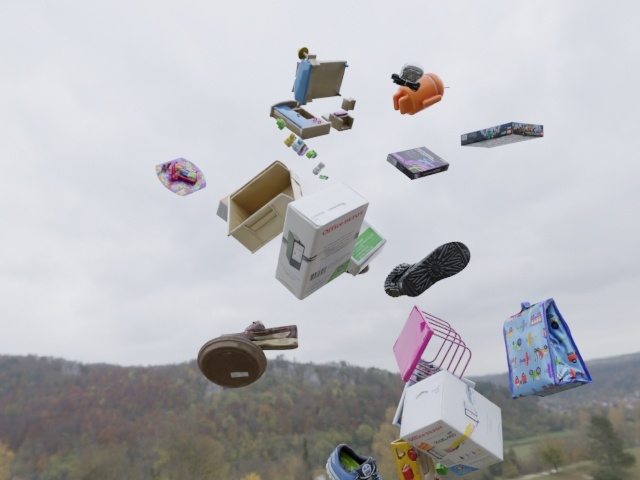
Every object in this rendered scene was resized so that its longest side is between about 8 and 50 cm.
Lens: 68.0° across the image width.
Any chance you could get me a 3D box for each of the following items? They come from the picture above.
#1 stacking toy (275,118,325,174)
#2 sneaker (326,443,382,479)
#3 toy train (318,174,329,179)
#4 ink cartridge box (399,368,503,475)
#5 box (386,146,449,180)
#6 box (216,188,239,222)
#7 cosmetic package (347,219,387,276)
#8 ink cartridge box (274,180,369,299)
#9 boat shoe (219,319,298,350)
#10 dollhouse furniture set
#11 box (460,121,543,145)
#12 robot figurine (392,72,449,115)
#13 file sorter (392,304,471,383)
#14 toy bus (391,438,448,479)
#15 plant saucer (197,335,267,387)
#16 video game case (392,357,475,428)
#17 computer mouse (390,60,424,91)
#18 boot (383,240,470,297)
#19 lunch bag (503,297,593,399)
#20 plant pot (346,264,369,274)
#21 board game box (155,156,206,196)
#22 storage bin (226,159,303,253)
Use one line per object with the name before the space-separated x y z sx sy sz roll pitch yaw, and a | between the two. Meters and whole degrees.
stacking toy | -0.071 -0.311 1.597 0.052 0.167 0.221 -46 -9 3
sneaker | 0.151 0.823 1.590 0.129 0.330 0.147 -23 -44 -40
toy train | 0.017 -0.332 2.497 0.017 0.024 0.083 28 -3 -34
ink cartridge box | 0.374 0.523 1.362 0.232 0.168 0.171 36 -51 -11
box | 0.297 -0.238 1.440 0.162 0.116 0.029 -17 -42 -34
box | -0.349 -0.126 2.094 0.130 0.170 0.091 -44 -14 -47
cosmetic package | 0.100 -0.037 2.184 0.197 0.365 0.155 -42 -14 -19
ink cartridge box | 0.000 0.000 1.277 0.198 0.115 0.273 -29 -33 -38
boat shoe | -0.263 0.400 2.021 0.342 0.123 0.123 -1 -22 2
dollhouse furniture set | -0.015 -0.557 1.701 0.286 0.198 0.303 -22 -39 -37
box | 0.641 -0.372 1.688 0.159 0.044 0.233 -2 2 -28
robot figurine | 0.386 -0.571 1.843 0.219 0.128 0.158 -28 8 -11
file sorter | 0.405 0.400 1.737 0.182 0.202 0.291 24 9 -2
toy bus | 0.283 0.691 1.426 0.104 0.202 0.191 -25 -65 38
plant saucer | -0.351 0.490 1.876 0.277 0.041 0.278 -1 -58 -1
video game case | 0.518 0.738 2.148 0.300 0.329 0.036 25 -22 2
computer mouse | 0.288 -0.528 1.499 0.106 0.042 0.193 21 0 -4
boot | 0.439 0.124 2.006 0.348 0.131 0.260 -28 -2 -9
lunch bag | 0.694 0.338 1.530 0.138 0.293 0.221 1 -28 -16
plant pot | 0.172 0.057 2.346 0.167 0.167 0.165 -1 -60 -13
board game box | -0.434 -0.213 1.506 0.033 0.133 0.168 -44 -4 38
storage bin | -0.194 -0.127 1.689 0.260 0.262 0.123 -36 -58 15
